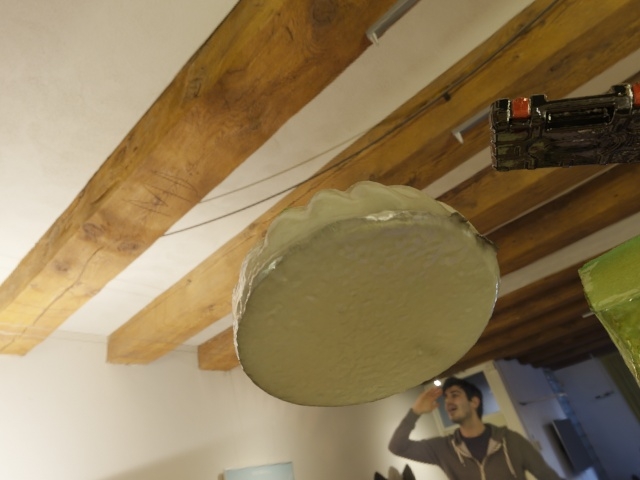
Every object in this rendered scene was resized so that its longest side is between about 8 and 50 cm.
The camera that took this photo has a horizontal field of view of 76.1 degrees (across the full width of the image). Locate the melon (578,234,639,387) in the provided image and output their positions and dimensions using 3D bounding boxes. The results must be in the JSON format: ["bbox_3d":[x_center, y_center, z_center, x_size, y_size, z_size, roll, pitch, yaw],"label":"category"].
[{"bbox_3d":[0.432,0.062,0.330,0.226,0.331,0.343,34,-51,-30],"label":"melon"}]

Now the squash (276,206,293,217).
[{"bbox_3d":[-0.001,0.001,0.869,0.090,0.200,0.075,-47,-29,-32],"label":"squash"}]

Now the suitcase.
[{"bbox_3d":[0.475,-0.205,0.775,0.285,0.066,0.206,0,-18,24],"label":"suitcase"}]

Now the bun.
[{"bbox_3d":[0.034,0.037,0.440,0.263,0.175,0.263,-6,-54,-9],"label":"bun"}]
